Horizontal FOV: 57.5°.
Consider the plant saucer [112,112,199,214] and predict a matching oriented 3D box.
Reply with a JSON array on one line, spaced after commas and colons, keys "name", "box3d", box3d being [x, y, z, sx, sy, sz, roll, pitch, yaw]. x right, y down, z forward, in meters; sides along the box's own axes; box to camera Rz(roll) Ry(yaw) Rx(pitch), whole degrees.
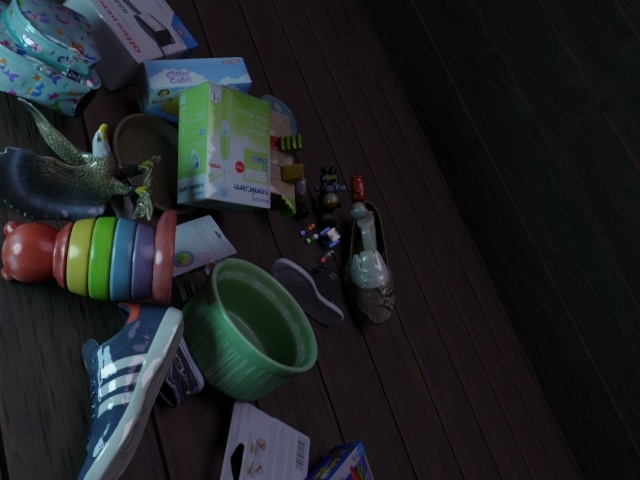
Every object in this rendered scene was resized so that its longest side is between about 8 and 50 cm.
[{"name": "plant saucer", "box3d": [-0.396, -0.183, 1.437, 0.278, 0.041, 0.278, 36, 39, -36]}]

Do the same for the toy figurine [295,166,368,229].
[{"name": "toy figurine", "box3d": [0.028, -0.130, 1.882, 0.209, 0.213, 0.148, 13, 68, -48]}]

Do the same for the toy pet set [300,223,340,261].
[{"name": "toy pet set", "box3d": [0.000, 0.000, 1.889, 0.114, 0.065, 0.122, -36, 92, -26]}]

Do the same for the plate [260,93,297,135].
[{"name": "plate", "box3d": [-0.142, -0.452, 2.103, 0.188, 0.024, 0.188, 36, 37, -34]}]

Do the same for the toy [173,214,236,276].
[{"name": "toy", "box3d": [-0.316, 0.037, 1.251, 0.237, 0.056, 0.137, -20, 51, -29]}]

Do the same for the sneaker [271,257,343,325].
[{"name": "sneaker", "box3d": [-0.037, 0.113, 1.669, 0.296, 0.104, 0.147, 45, 30, -34]}]

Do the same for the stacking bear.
[{"name": "stacking bear", "box3d": [-0.413, 0.029, 1.050, 0.288, 0.176, 0.164, 4, 15, -14]}]

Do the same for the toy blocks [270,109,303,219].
[{"name": "toy blocks", "box3d": [-0.213, -0.257, 1.688, 0.260, 0.190, 0.382, 14, 60, -35]}]

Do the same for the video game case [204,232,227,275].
[{"name": "video game case", "box3d": [-0.272, 0.034, 1.467, 0.087, 0.011, 0.122, 9, 56, -55]}]

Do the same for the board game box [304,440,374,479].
[{"name": "board game box", "box3d": [0.037, 0.615, 1.251, 0.347, 0.078, 0.233, -12, 82, -67]}]

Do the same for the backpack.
[{"name": "backpack", "box3d": [-0.594, -0.391, 1.202, 0.253, 0.191, 0.225, 8, 43, -43]}]

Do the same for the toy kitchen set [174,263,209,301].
[{"name": "toy kitchen set", "box3d": [-0.277, 0.086, 1.335, 0.068, 0.083, 0.075, -4, 66, -57]}]

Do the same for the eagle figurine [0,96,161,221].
[{"name": "eagle figurine", "box3d": [-0.482, -0.149, 1.185, 0.298, 0.225, 0.226, 9, 5, -18]}]

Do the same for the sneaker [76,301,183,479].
[{"name": "sneaker", "box3d": [-0.367, 0.262, 1.024, 0.148, 0.131, 0.350, 18, 53, -1]}]

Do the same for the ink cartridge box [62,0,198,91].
[{"name": "ink cartridge box", "box3d": [-0.499, -0.546, 1.535, 0.223, 0.129, 0.307, 53, 30, -10]}]

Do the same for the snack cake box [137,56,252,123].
[{"name": "snack cake box", "box3d": [-0.329, -0.390, 1.520, 0.264, 0.152, 0.089, -13, 71, -28]}]

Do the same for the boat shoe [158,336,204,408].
[{"name": "boat shoe", "box3d": [-0.303, 0.234, 1.144, 0.183, 0.065, 0.083, 58, 31, 0]}]

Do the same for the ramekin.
[{"name": "ramekin", "box3d": [-0.164, 0.200, 1.280, 0.303, 0.148, 0.303, 41, 19, -18]}]

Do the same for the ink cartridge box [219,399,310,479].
[{"name": "ink cartridge box", "box3d": [-0.128, 0.498, 1.209, 0.239, 0.060, 0.275, 40, 35, -29]}]

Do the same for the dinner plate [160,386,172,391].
[{"name": "dinner plate", "box3d": [-0.321, 0.243, 1.192, 0.141, 0.017, 0.141, 37, 36, -34]}]

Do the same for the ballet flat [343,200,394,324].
[{"name": "ballet flat", "box3d": [0.154, 0.045, 1.935, 0.483, 0.163, 0.182, -90, 176, -46]}]

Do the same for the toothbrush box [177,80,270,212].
[{"name": "toothbrush box", "box3d": [-0.237, -0.223, 1.454, 0.206, 0.122, 0.283, 8, 81, -48]}]
